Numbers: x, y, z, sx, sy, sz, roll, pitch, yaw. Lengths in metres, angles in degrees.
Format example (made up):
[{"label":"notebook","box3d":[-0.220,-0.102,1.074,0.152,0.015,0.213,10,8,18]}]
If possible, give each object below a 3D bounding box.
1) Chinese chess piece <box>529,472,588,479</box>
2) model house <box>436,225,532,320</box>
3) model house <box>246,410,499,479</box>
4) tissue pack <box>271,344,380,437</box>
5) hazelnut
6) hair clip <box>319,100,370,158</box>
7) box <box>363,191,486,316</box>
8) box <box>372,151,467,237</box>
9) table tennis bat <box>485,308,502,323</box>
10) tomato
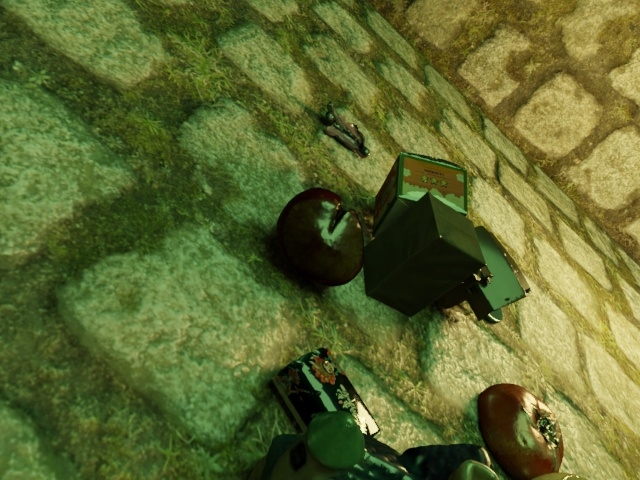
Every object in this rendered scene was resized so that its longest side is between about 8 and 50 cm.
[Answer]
[{"label":"Chinese chess piece","box3d":[0.479,0.609,0.974,0.338,0.140,0.338,28,38,-25]},{"label":"model house","box3d":[0.365,0.093,1.314,0.243,0.204,0.211,6,53,-58]},{"label":"model house","box3d":[0.072,0.347,0.646,0.298,0.284,0.243,29,33,-9]},{"label":"tissue pack","box3d":[0.009,0.266,0.857,0.103,0.090,0.170,-13,65,-55]},{"label":"hazelnut","box3d":[0.000,0.000,1.076,0.204,0.178,0.178,48,33,-7]},{"label":"hair clip","box3d":[0.071,-0.338,1.602,0.187,0.056,0.146,41,32,-25]},{"label":"box","box3d":[0.226,0.035,1.209,0.149,0.231,0.155,28,37,-26]},{"label":"box","box3d":[0.244,-0.094,1.326,0.177,0.195,0.148,13,59,-6]},{"label":"table tennis bat","box3d":[0.466,0.147,1.539,0.124,0.033,0.201,3,55,-48]},{"label":"tomato","box3d":[0.465,0.423,1.193,0.237,0.095,0.237,29,37,-25]}]
